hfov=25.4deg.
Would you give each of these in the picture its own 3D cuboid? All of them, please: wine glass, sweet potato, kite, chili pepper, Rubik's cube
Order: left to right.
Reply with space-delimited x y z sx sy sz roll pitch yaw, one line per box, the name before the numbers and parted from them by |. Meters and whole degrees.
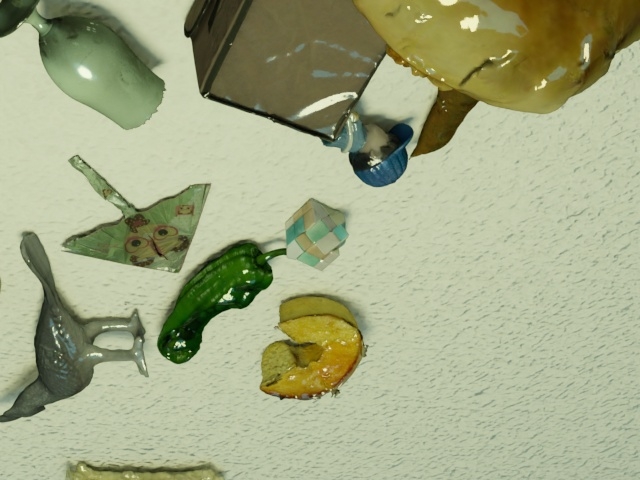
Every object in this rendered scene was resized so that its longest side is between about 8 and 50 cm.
wine glass | -0.272 -0.210 1.626 0.093 0.093 0.202 -33 132 25
kite | -0.248 -0.034 1.878 0.229 0.012 0.250 -26 134 14
chili pepper | -0.146 0.083 1.979 0.100 0.074 0.257 23 134 -32
Rubik's cube | -0.001 -0.002 1.901 0.084 0.073 0.075 12 134 -17
sweet potato | 0.170 -0.192 1.730 0.067 0.067 0.274 8 135 -16

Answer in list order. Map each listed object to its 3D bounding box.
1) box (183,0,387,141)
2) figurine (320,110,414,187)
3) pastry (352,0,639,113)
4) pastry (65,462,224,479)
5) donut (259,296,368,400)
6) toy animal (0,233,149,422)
box | -0.021 -0.260 1.567 0.188 0.153 0.252 16 131 -24
figurine | 0.048 -0.124 1.778 0.149 0.087 0.086 24 166 -28
pastry | 0.185 -0.322 1.382 0.409 0.410 0.245 19 168 -25
pastry | -0.284 0.419 2.307 0.258 0.089 0.121 5 148 -8
donut | -0.010 0.153 2.067 0.146 0.078 0.181 4 130 -13
toy animal | -0.341 0.146 2.007 0.205 0.081 0.367 5 132 -15
